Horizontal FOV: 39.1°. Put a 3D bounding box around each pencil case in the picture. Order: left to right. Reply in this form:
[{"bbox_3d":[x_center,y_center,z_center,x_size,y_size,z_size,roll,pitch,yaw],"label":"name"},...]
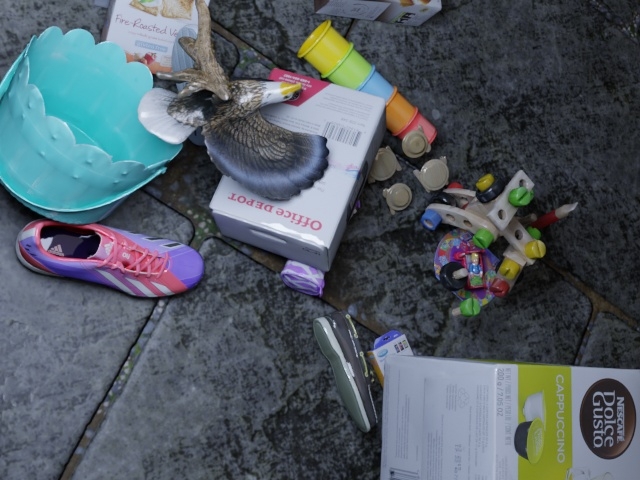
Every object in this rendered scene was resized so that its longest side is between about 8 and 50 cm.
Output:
[{"bbox_3d":[0.000,0.000,1.675,0.088,0.086,0.206,21,70,7],"label":"pencil case"}]

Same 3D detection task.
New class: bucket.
[{"bbox_3d":[-0.377,-0.171,1.412,0.281,0.183,0.281,30,35,-24],"label":"bucket"}]

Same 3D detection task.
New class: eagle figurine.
[{"bbox_3d":[-0.121,-0.210,1.446,0.225,0.298,0.226,21,81,23],"label":"eagle figurine"}]

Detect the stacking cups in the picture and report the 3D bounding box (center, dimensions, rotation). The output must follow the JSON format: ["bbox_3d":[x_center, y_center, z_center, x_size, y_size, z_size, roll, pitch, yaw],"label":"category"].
[{"bbox_3d":[0.100,-0.299,1.792,0.316,0.096,0.096,39,66,-20],"label":"stacking cups"}]

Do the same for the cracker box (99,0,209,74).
[{"bbox_3d":[-0.279,-0.405,1.550,0.155,0.067,0.232,8,121,-24],"label":"cracker box"}]

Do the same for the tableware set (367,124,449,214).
[{"bbox_3d":[0.172,-0.140,1.786,0.168,0.020,0.141,-30,110,-10],"label":"tableware set"}]

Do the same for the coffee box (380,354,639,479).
[{"bbox_3d":[0.335,0.384,1.610,0.334,0.338,0.338,7,82,-28],"label":"coffee box"}]

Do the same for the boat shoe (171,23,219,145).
[{"bbox_3d":[-0.208,-0.281,1.593,0.083,0.226,0.076,26,42,26],"label":"boat shoe"}]

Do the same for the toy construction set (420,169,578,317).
[{"bbox_3d":[0.383,-0.035,1.754,0.308,0.237,0.257,-21,84,-31],"label":"toy construction set"}]

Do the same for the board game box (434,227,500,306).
[{"bbox_3d":[0.313,0.055,1.852,0.168,0.033,0.133,42,65,-13],"label":"board game box"}]

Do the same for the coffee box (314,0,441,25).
[{"bbox_3d":[0.113,-0.529,1.827,0.246,0.098,0.141,-1,80,-26],"label":"coffee box"}]

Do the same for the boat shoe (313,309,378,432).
[{"bbox_3d":[0.062,0.239,1.664,0.068,0.081,0.228,-21,88,-24],"label":"boat shoe"}]

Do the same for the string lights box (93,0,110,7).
[{"bbox_3d":[-0.323,-0.542,1.627,0.133,0.076,0.260,10,76,-25],"label":"string lights box"}]

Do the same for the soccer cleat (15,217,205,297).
[{"bbox_3d":[-0.335,0.027,1.489,0.318,0.116,0.109,12,75,-24],"label":"soccer cleat"}]

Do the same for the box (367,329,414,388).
[{"bbox_3d":[0.146,0.245,1.737,0.081,0.028,0.136,-24,89,-28],"label":"box"}]

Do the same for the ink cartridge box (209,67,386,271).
[{"bbox_3d":[-0.034,-0.130,1.614,0.226,0.131,0.306,19,71,11],"label":"ink cartridge box"}]
